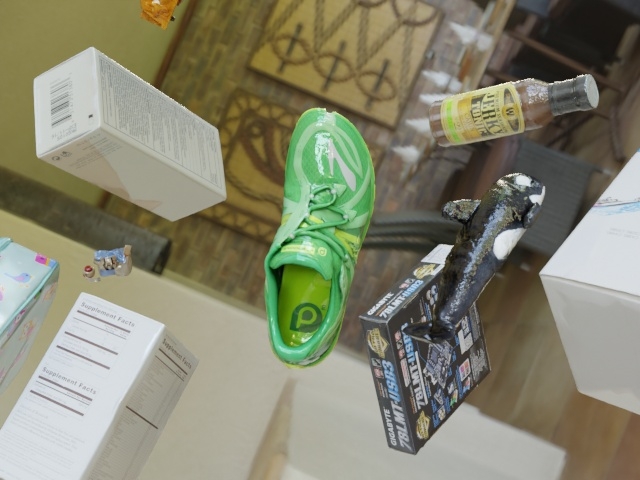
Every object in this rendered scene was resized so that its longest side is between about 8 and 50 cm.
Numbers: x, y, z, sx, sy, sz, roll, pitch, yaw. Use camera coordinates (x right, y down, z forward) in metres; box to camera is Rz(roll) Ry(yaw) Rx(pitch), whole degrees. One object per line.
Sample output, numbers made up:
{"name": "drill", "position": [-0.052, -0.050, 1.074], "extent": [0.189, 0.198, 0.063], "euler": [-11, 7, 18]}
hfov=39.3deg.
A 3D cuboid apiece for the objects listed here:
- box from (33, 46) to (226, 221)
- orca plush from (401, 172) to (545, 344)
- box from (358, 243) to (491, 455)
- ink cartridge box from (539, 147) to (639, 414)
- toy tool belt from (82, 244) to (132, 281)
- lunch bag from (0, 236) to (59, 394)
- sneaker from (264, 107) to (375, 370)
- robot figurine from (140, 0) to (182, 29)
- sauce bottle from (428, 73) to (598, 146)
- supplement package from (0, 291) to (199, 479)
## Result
{"name": "box", "position": [-0.287, -0.153, 1.396], "extent": [0.311, 0.121, 0.148], "euler": [32, -138, -55]}
{"name": "orca plush", "position": [0.185, 0.001, 1.158], "extent": [0.287, 0.102, 0.151], "euler": [-52, -2, -14]}
{"name": "box", "position": [0.205, 0.200, 1.695], "extent": [0.293, 0.073, 0.295], "euler": [-36, -59, -41]}
{"name": "ink cartridge box", "position": [0.405, 0.037, 0.955], "extent": [0.270, 0.197, 0.198], "euler": [-45, -53, -26]}
{"name": "toy tool belt", "position": [-0.353, 0.032, 1.484], "extent": [0.052, 0.083, 0.051], "euler": [-120, 26, -46]}
{"name": "lunch bag", "position": [-0.455, 0.138, 1.166], "extent": [0.279, 0.108, 0.224], "euler": [-59, 3, 27]}
{"name": "sneaker", "position": [0.000, 0.000, 0.992], "extent": [0.123, 0.109, 0.295], "euler": [20, -104, -87]}
{"name": "robot figurine", "position": [-0.210, -0.438, 1.158], "extent": [0.291, 0.211, 0.085], "euler": [-62, 17, 18]}
{"name": "sauce bottle", "position": [0.393, -0.274, 1.850], "extent": [0.344, 0.111, 0.111], "euler": [-10, 41, 35]}
{"name": "supplement package", "position": [-0.283, 0.214, 1.134], "extent": [0.244, 0.134, 0.139], "euler": [-63, -23, -20]}
